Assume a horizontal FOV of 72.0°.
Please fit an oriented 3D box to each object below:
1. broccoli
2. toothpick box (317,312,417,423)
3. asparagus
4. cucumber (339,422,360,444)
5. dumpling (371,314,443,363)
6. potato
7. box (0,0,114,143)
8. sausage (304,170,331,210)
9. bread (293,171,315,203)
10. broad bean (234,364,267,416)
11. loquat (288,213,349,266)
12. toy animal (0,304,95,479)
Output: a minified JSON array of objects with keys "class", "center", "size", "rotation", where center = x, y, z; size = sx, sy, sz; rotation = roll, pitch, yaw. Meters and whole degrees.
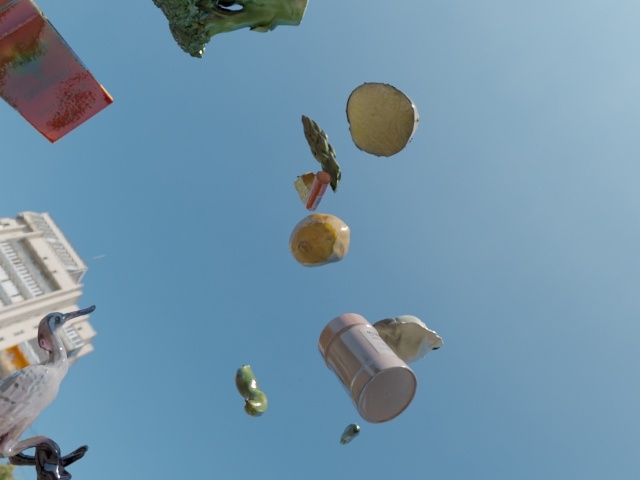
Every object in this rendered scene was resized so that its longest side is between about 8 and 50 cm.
[{"class":"broccoli","center":[-0.143,-0.433,0.696],"size":[0.268,0.269,0.255],"rotation":[8,-106,24]},{"class":"toothpick box","center":[0.067,0.190,0.674],"size":[0.149,0.098,0.099],"rotation":[-136,-126,-60]},{"class":"asparagus","center":[0.009,-0.300,1.480],"size":[0.080,0.080,0.288],"rotation":[-32,-96,28]},{"class":"cucumber","center":[0.084,0.539,1.232],"size":[0.039,0.039,0.168],"rotation":[37,-37,15]},{"class":"dumpling","center":[0.172,0.213,0.969],"size":[0.187,0.127,0.108],"rotation":[-11,-120,51]},{"class":"potato","center":[0.177,-0.324,1.176],"size":[0.202,0.117,0.182],"rotation":[27,-61,26]},{"class":"box","center":[-0.375,-0.225,0.578],"size":[0.112,0.175,0.048],"rotation":[-38,-119,-10]},{"class":"sausage","center":[-0.009,-0.099,0.943],"size":[0.034,0.034,0.129],"rotation":[47,-28,10]},{"class":"bread","center":[-0.041,-0.179,1.529],"size":[0.065,0.187,0.103],"rotation":[-23,-90,-9]},{"class":"broad bean","center":[-0.160,0.332,0.987],"size":[0.048,0.213,0.070],"rotation":[-43,-72,-8]},{"class":"loquat","center":[0.000,0.000,1.423],"size":[0.187,0.234,0.176],"rotation":[7,-76,33]},{"class":"toy animal","center":[-0.497,0.258,0.760],"size":[0.090,0.195,0.325],"rotation":[-23,-117,26]}]
